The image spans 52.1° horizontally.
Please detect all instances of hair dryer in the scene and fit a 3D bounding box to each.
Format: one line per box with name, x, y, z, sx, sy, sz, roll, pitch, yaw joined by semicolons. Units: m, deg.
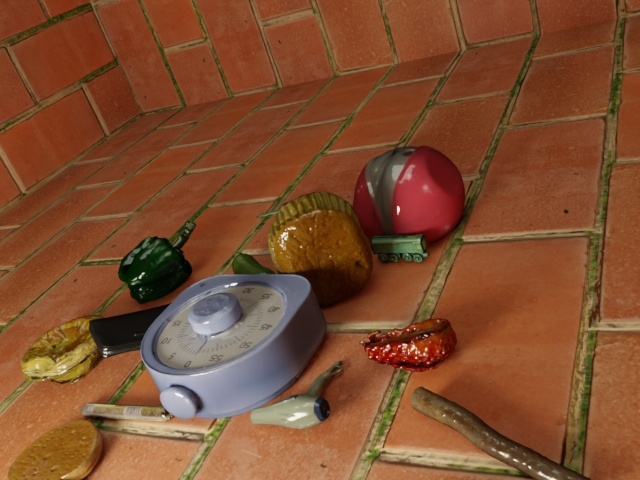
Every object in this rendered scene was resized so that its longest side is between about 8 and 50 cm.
hair dryer;-0.047;0.300;1.277;0.167;0.067;0.199;-17;16;18

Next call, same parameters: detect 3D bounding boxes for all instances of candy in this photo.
candy;-0.126;-0.091;2.059;0.202;0.061;0.061;-11;27;35

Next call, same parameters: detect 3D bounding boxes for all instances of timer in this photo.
timer;-0.208;0.214;1.403;0.395;0.173;0.395;-15;28;8

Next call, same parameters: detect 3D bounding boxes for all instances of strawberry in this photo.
strawberry;0.176;0.208;1.272;0.188;0.082;0.121;-16;6;28

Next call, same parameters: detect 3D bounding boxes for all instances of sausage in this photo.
sausage;-0.420;0.369;1.408;0.269;0.033;0.033;-5;31;27

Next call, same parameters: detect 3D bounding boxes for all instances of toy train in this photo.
toy train;0.193;0.019;1.601;0.148;0.071;0.038;-2;33;32

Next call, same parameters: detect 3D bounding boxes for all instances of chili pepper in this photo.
chili pepper;-0.443;0.059;1.859;0.261;0.165;0.174;-39;14;-26

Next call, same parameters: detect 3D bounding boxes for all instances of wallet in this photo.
wallet;-0.427;0.214;1.598;0.250;0.044;0.149;-8;30;-28

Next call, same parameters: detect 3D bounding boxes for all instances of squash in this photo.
squash;-0.175;0.089;1.722;0.077;0.068;0.219;-27;28;-24

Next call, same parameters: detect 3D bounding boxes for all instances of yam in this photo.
yam;0.271;0.314;1.035;0.045;0.045;0.327;0;12;-38

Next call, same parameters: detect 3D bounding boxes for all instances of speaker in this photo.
speaker;0.221;-0.110;1.709;0.294;0.294;0.294;-16;27;8

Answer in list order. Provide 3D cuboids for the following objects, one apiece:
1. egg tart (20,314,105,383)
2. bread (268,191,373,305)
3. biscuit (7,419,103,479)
egg tart;-0.628;0.280;1.637;0.241;0.106;0.241;-16;24;8
bread;-0.002;0.023;1.529;0.227;0.253;0.142;-17;24;-1
biscuit;-0.541;0.471;1.291;0.202;0.044;0.289;-14;29;12
